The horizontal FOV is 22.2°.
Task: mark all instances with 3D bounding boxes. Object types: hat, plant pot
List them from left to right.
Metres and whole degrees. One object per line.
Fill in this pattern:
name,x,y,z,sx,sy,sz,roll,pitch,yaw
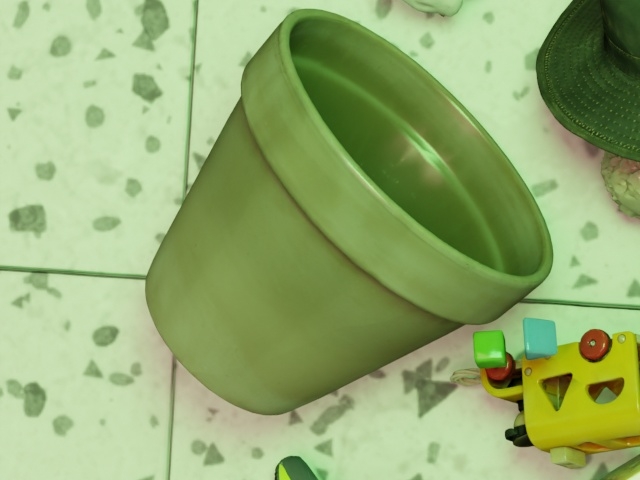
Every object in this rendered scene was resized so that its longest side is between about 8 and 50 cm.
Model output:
plant pot,0.000,0.000,1.469,0.280,0.323,0.323,-44,81,25
hat,0.322,-0.224,1.373,0.331,0.134,0.331,-17,45,18

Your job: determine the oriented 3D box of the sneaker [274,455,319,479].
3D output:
sneaker,0.075,0.306,1.535,0.121,0.111,0.300,-42,77,-17

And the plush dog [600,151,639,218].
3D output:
plush dog,0.406,-0.111,1.442,0.262,0.210,0.225,24,70,11

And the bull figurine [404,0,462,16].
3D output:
bull figurine,0.164,-0.351,1.525,0.310,0.101,0.188,-35,81,9

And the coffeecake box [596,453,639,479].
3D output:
coffeecake box,0.310,0.221,1.459,0.185,0.142,0.068,-33,83,8

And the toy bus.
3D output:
toy bus,0.223,0.147,1.449,0.191,0.202,0.104,1,69,-4
